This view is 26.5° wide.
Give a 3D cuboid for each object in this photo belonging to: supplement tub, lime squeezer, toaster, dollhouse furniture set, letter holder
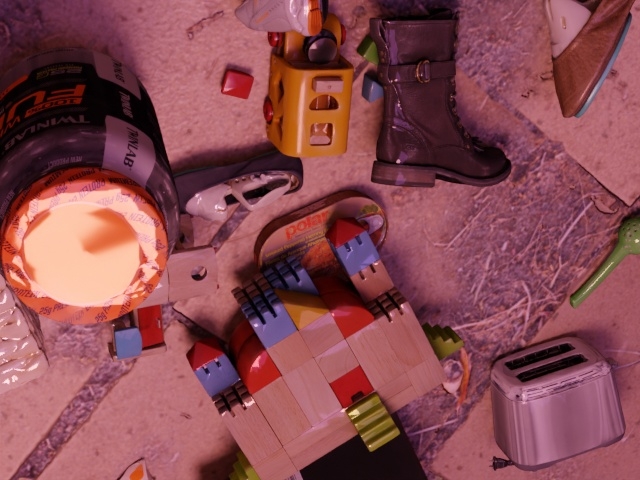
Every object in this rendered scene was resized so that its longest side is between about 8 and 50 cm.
[{"bbox_3d":[-0.263,-0.063,1.466,0.207,0.338,0.207,-6,118,-11],"label":"supplement tub"},{"bbox_3d":[0.507,-0.001,2.017,0.310,0.059,0.110,-26,120,-9],"label":"lime squeezer"},{"bbox_3d":[0.342,0.242,2.027,0.227,0.129,0.146,-16,115,-11],"label":"toaster"},{"bbox_3d":[-0.204,0.077,1.734,0.129,0.129,0.184,-10,116,-17],"label":"dollhouse furniture set"},{"bbox_3d":[-0.006,0.394,1.952,0.302,0.152,0.214,-21,158,-11],"label":"letter holder"}]

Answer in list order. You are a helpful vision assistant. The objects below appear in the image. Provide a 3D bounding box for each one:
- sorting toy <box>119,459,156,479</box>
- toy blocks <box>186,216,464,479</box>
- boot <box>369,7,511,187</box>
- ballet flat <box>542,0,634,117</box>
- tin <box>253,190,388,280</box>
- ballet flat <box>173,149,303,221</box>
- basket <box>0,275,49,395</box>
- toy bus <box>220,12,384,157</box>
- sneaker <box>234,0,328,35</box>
[{"bbox_3d":[-0.262,0.360,1.903,0.075,0.045,0.083,-21,121,11],"label":"sorting toy"},{"bbox_3d":[-0.018,0.143,1.798,0.381,0.191,0.261,-31,119,-4],"label":"toy blocks"},{"bbox_3d":[0.163,-0.187,1.770,0.263,0.091,0.229,-5,101,-43],"label":"boot"},{"bbox_3d":[0.373,-0.333,1.789,0.124,0.116,0.342,28,102,-9],"label":"ballet flat"},{"bbox_3d":[0.000,0.000,1.833,0.189,0.040,0.106,-23,124,-10],"label":"tin"},{"bbox_3d":[-0.113,-0.064,1.732,0.203,0.074,0.074,-16,118,-15],"label":"ballet flat"},{"bbox_3d":[-0.510,0.043,1.525,0.331,0.266,0.328,-26,119,-10],"label":"basket"},{"bbox_3d":[-0.007,-0.202,1.695,0.191,0.104,0.202,-45,121,3],"label":"toy bus"},{"bbox_3d":[-0.066,-0.371,1.603,0.121,0.099,0.262,-1,101,16],"label":"sneaker"}]
